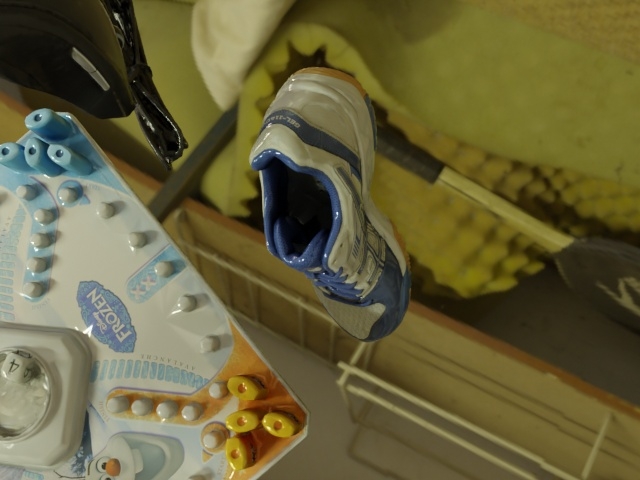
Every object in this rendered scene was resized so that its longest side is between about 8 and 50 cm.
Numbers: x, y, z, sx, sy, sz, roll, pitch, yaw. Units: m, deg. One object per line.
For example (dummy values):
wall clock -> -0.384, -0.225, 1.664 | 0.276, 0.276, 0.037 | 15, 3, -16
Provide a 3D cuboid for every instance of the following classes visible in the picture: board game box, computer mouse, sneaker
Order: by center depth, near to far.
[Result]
computer mouse -> -0.165, -0.161, 0.518 | 0.184, 0.060, 0.262 | 63, -169, 20
board game box -> -0.274, 0.136, 0.712 | 0.390, 0.390, 0.050 | 49, 179, 13
sneaker -> 0.000, 0.000, 0.729 | 0.112, 0.131, 0.296 | 3, 131, 28
